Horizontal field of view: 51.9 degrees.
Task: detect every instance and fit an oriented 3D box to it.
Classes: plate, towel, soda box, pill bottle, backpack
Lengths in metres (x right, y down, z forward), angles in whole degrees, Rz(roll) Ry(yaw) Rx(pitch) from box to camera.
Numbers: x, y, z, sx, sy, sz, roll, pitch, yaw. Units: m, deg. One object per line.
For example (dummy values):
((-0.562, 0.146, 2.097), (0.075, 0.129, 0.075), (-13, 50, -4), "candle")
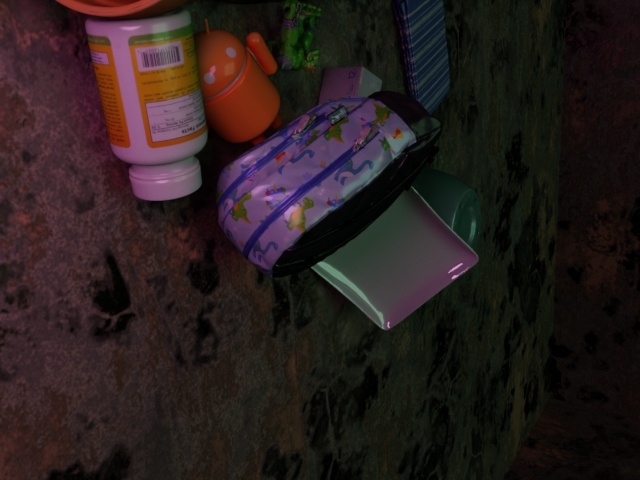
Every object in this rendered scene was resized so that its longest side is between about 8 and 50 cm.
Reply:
((0.157, 0.035, 1.429), (0.277, 0.278, 0.045), (42, 18, -25), "plate")
((0.271, -0.500, 1.711), (0.243, 0.040, 0.336), (-49, 137, -42), "towel")
((0.045, -0.209, 1.365), (0.091, 0.098, 0.286), (13, 85, -55), "soda box")
((-0.231, -0.187, 0.909), (0.136, 0.136, 0.245), (-37, 132, -47), "pill bottle")
((-0.004, -0.090, 1.123), (0.355, 0.273, 0.290), (-54, -179, -20), "backpack")

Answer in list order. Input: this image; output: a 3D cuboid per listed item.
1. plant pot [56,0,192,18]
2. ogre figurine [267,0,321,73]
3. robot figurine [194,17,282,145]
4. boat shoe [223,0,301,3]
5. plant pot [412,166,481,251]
((-0.205, -0.413, 0.803), (0.203, 0.291, 0.290), (-32, 124, -69), "plant pot")
((-0.045, -0.367, 1.194), (0.097, 0.197, 0.118), (10, 105, -14), "ogre figurine")
((-0.148, -0.239, 1.039), (0.219, 0.158, 0.128), (48, 31, -50), "robot figurine")
((-0.077, -0.467, 1.117), (0.341, 0.122, 0.110), (-38, 123, -59), "boat shoe")
((0.245, -0.042, 1.581), (0.293, 0.235, 0.293), (-18, 112, -53), "plant pot")
